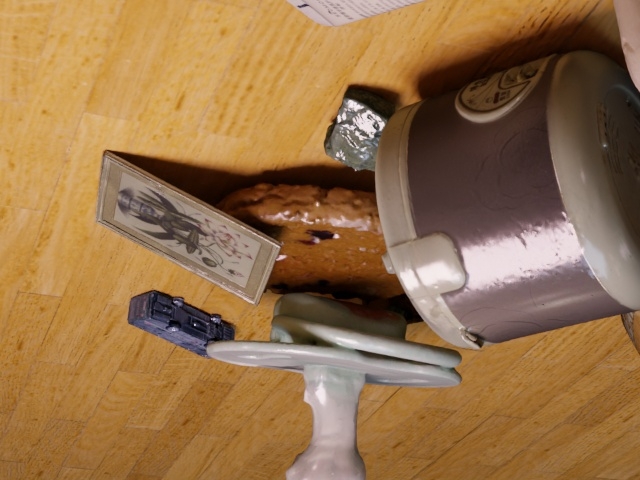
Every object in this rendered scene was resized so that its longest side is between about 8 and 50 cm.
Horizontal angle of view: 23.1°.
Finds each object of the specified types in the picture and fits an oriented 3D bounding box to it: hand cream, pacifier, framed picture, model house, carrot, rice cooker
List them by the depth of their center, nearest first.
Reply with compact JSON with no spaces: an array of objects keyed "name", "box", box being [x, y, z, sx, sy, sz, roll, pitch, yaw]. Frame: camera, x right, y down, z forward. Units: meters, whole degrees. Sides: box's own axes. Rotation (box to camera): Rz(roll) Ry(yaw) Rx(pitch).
[{"name":"hand cream","box":[0.089,-0.248,1.430,0.276,0.059,0.095,-12,153,33]},{"name":"rice cooker","box":[0.209,-0.041,1.609,0.277,0.288,0.288,-16,150,31]},{"name":"model house","box":[0.052,-0.124,1.684,0.079,0.066,0.083,16,134,-7]},{"name":"framed picture","box":[-0.160,-0.011,1.848,0.231,0.010,0.173,27,152,4]},{"name":"pacifier","box":[0.025,0.206,1.968,0.343,0.269,0.288,9,168,-34]},{"name":"carrot","box":[0.168,0.073,2.067,0.229,0.069,0.069,-9,152,16]}]

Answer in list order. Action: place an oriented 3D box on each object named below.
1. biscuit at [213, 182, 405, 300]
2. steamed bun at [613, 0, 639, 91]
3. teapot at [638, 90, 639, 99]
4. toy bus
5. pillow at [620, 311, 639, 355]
[{"name":"biscuit","box":[0.000,-0.002,1.901,0.296,0.075,0.296,3,158,1]},{"name":"steamed bun","box":[0.420,-0.194,1.316,0.383,0.247,0.236,-6,162,-7]},{"name":"teapot","box":[0.388,-0.168,1.529,0.146,0.116,0.148,26,169,-39]},{"name":"toy bus","box":[-0.192,0.119,2.183,0.065,0.047,0.166,-15,149,37]},{"name":"pillow","box":[0.473,0.127,1.953,0.119,0.312,0.310,-33,152,-5]}]
